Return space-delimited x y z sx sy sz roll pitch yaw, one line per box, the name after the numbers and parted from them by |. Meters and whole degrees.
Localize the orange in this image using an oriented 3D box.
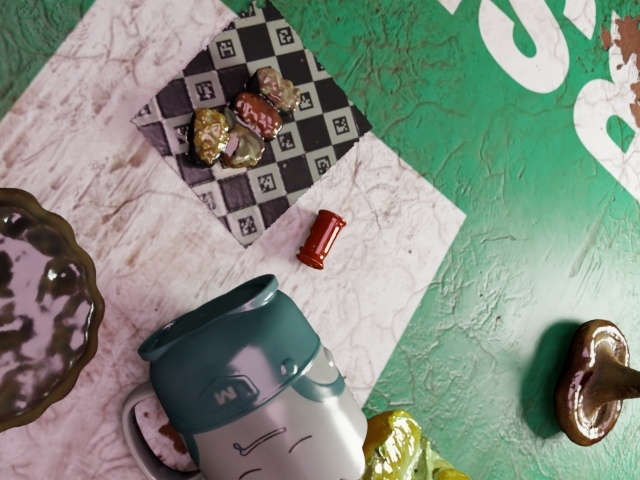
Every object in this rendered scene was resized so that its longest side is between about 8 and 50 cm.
0.114 0.360 1.141 0.237 0.158 0.179 44 50 -18 | orange

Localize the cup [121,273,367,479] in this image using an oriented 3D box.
-0.111 0.214 1.015 0.289 0.219 0.258 -27 102 7 | cup

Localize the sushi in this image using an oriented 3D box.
-0.079 -0.174 1.121 0.290 0.050 0.264 -47 109 -21 | sushi

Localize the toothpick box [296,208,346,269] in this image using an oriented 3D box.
0.000 0.000 1.158 0.047 0.047 0.083 34 74 -23 | toothpick box

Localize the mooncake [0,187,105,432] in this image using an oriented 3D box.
-0.392 0.075 0.888 0.290 0.161 0.290 2 86 -29 | mooncake

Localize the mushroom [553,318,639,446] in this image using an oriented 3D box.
0.506 0.243 1.317 0.148 0.217 0.227 20 79 -26 | mushroom
